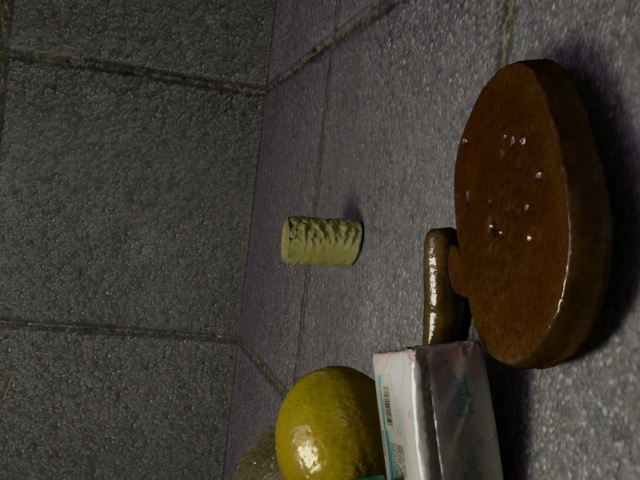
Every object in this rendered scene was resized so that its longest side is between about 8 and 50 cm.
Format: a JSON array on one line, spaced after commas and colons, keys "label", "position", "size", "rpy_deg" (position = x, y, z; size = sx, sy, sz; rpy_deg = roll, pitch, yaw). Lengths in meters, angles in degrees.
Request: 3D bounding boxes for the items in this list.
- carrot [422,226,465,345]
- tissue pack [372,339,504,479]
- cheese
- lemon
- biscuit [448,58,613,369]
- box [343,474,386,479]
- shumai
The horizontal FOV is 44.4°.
[{"label": "carrot", "position": [0.185, 0.150, 1.192], "size": [0.070, 0.070, 0.343], "rpy_deg": [-155, 66, -74]}, {"label": "tissue pack", "position": [0.157, 0.275, 1.056], "size": [0.201, 0.124, 0.271], "rpy_deg": [146, 118, -73]}, {"label": "cheese", "position": [0.000, 0.000, 1.732], "size": [0.123, 0.167, 0.094], "rpy_deg": [107, 160, -45]}, {"label": "lemon", "position": [0.033, 0.348, 1.358], "size": [0.263, 0.235, 0.236], "rpy_deg": [-76, -1, -65]}, {"label": "biscuit", "position": [0.254, -0.028, 0.991], "size": [0.350, 0.070, 0.395], "rpy_deg": [116, 156, -61]}, {"label": "box", "position": [0.024, 0.396, 1.108], "size": [0.245, 0.153, 0.092], "rpy_deg": [79, -177, -68]}, {"label": "shumai", "position": [-0.003, 0.500, 1.596], "size": [0.267, 0.262, 0.314], "rpy_deg": [-7, 33, 49]}]
